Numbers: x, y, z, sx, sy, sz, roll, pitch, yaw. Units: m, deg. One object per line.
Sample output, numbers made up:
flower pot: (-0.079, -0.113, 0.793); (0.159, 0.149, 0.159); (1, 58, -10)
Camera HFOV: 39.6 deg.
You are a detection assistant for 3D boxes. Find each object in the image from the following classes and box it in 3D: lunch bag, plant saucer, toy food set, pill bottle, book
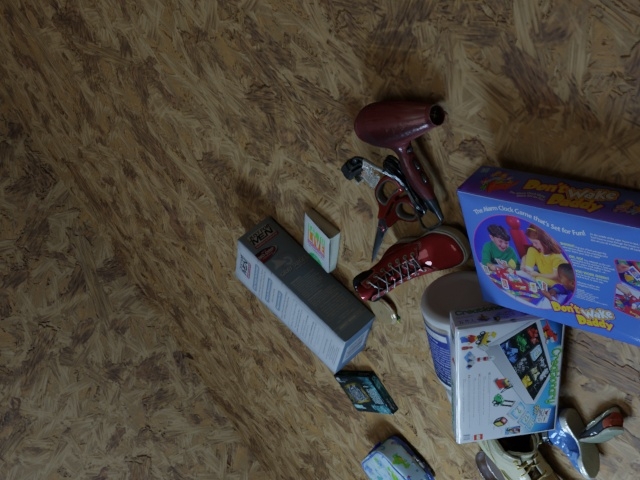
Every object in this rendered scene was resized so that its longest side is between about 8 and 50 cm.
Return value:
lunch bag: (0.207, 0.631, 2.442); (0.176, 0.090, 0.219); (46, 153, 11)
plant saucer: (0.429, 0.541, 2.038); (0.168, 0.029, 0.168); (38, 152, 25)
toy food set: (0.144, 0.158, 2.025); (0.083, 0.020, 0.082); (20, 140, 46)
pill bottle: (0.285, 0.200, 1.700); (0.153, 0.153, 0.264); (26, 143, 42)
book: (0.000, 0.000, 2.053); (0.096, 0.035, 0.144); (44, 154, 25)

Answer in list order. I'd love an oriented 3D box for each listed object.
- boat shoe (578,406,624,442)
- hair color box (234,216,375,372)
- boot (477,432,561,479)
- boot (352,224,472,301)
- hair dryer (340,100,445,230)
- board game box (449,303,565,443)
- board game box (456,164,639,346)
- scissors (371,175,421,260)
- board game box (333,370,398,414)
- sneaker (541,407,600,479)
boat shoe: (0.516, 0.344, 1.637); (0.137, 0.049, 0.043); (112, 159, -63)
hair color box: (-0.046, 0.134, 2.200); (0.374, 0.114, 0.185); (42, 152, 18)
boot: (0.426, 0.456, 1.820); (0.262, 0.095, 0.203); (50, 170, 17)
boot: (0.165, 0.056, 1.688); (0.088, 0.176, 0.244); (58, 152, -8)
hair dryer: (0.156, -0.157, 1.573); (0.224, 0.080, 0.293); (32, 153, 10)
board game box: (0.334, 0.240, 1.606); (0.053, 0.193, 0.305); (-100, 2, -53)
board game box: (0.391, 0.025, 1.359); (0.347, 0.078, 0.233); (16, 137, 42)
scissors: (0.125, -0.044, 1.809); (0.109, 0.021, 0.297); (47, 155, 4)
board game box: (0.119, 0.404, 2.369); (0.126, 0.026, 0.186); (57, 153, -11)
sneaker: (0.481, 0.394, 1.732); (0.085, 0.058, 0.152); (-13, 108, 56)
